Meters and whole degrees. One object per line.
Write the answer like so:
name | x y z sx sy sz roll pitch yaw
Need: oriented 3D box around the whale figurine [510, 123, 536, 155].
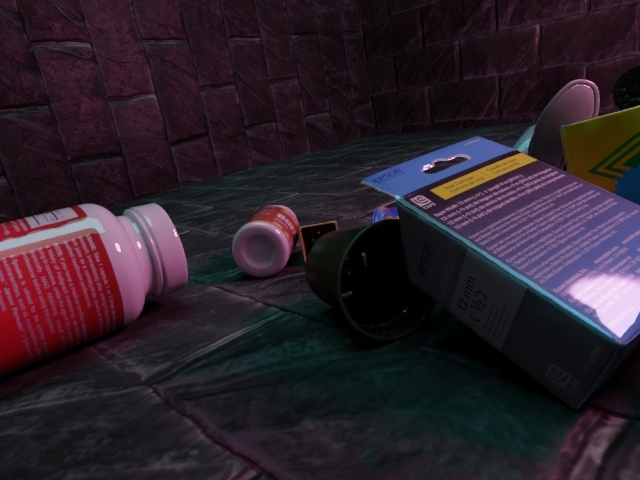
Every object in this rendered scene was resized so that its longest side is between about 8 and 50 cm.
whale figurine | 0.688 -0.302 1.520 0.272 0.141 0.216 -17 18 -21

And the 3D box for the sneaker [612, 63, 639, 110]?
sneaker | 0.657 -0.287 0.762 0.124 0.107 0.283 -4 -3 -36

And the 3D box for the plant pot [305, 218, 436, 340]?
plant pot | 0.063 0.048 0.701 0.167 0.167 0.165 -17 11 -23

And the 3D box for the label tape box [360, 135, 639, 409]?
label tape box | 0.250 0.002 0.591 0.249 0.115 0.348 -23 43 -29

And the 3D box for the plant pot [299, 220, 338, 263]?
plant pot | 0.000 0.000 1.022 0.081 0.081 0.083 -10 6 1

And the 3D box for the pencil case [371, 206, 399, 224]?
pencil case | 0.248 -0.019 0.864 0.306 0.119 0.133 -5 24 14

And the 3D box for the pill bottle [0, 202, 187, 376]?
pill bottle | -0.447 0.071 0.769 0.408 0.229 0.229 -21 20 -35

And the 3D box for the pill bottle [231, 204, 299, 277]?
pill bottle | -0.112 -0.011 1.037 0.121 0.121 0.216 -7 17 9

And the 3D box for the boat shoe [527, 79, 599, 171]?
boat shoe | 0.531 -0.218 1.062 0.114 0.302 0.091 25 33 13

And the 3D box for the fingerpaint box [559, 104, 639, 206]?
fingerpaint box | 0.633 -0.151 0.755 0.371 0.163 0.445 -11 0 36
